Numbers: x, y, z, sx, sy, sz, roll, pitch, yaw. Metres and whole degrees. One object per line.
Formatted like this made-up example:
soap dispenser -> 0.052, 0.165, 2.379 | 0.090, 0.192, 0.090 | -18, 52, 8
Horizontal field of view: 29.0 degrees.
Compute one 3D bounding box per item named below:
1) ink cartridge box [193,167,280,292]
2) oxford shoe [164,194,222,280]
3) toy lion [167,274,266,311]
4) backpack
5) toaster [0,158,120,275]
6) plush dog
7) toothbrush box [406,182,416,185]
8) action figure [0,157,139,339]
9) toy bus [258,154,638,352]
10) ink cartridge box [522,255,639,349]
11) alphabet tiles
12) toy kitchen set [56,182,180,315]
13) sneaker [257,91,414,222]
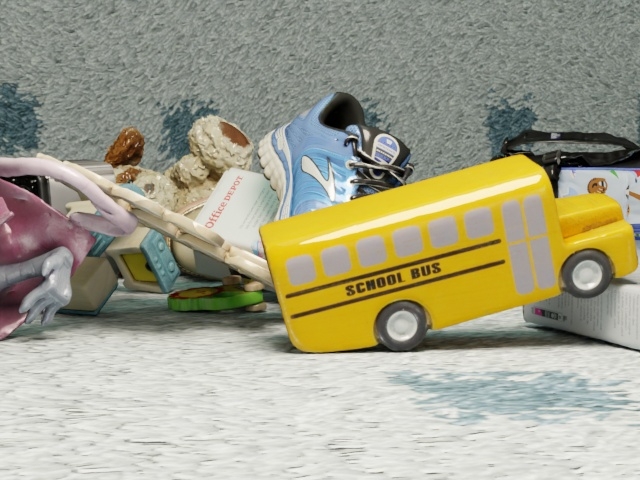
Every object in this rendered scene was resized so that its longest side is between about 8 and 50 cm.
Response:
ink cartridge box -> -0.051, -0.008, 1.483 | 0.175, 0.072, 0.127 | 13, 47, 16
oxford shoe -> 0.000, 0.000, 1.583 | 0.397, 0.140, 0.146 | -3, 12, -7
toy lion -> -0.123, 0.066, 1.411 | 0.096, 0.034, 0.100 | -10, 9, -28
backpack -> 0.411, -0.056, 1.830 | 0.263, 0.213, 0.276 | -8, 12, -5
toaster -> -0.346, -0.028, 1.607 | 0.110, 0.186, 0.168 | -8, 8, -34
plush dog -> -0.227, -0.041, 1.797 | 0.225, 0.262, 0.210 | 9, -31, -14
toothbrush box -> 0.294, -0.047, 2.263 | 0.206, 0.122, 0.283 | 4, 5, 39
action figure -> -0.407, -0.060, 1.221 | 0.370, 0.276, 0.248 | 42, -6, 40
toy bus -> 0.119, 0.010, 1.163 | 0.332, 0.130, 0.108 | -16, 16, -3
ink cartridge box -> 0.424, 0.063, 1.212 | 0.324, 0.071, 0.330 | -3, 8, -26
alphabet tiles -> -0.162, -0.015, 1.302 | 0.284, 0.021, 0.278 | 26, -6, 9
toy kitchen set -> -0.243, 0.045, 1.467 | 0.122, 0.166, 0.207 | 2, 41, 29
sneaker -> 0.028, -0.050, 1.340 | 0.129, 0.147, 0.330 | 27, 30, -37
